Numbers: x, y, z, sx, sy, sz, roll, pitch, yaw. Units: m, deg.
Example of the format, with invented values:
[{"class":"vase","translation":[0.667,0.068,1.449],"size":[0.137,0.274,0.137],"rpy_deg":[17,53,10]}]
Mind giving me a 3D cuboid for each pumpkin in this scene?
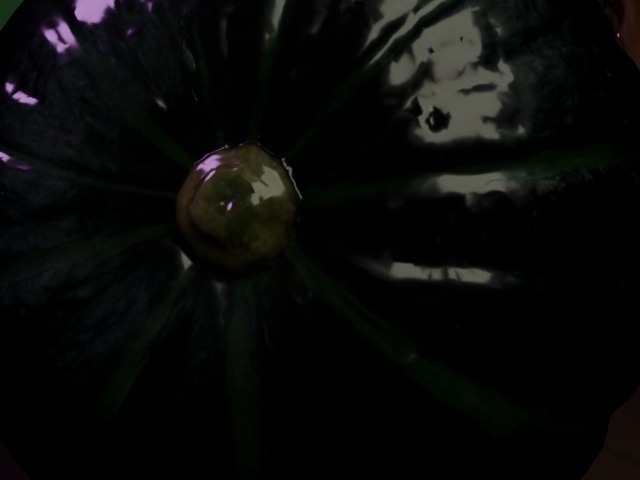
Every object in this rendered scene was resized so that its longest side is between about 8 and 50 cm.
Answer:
[{"class":"pumpkin","translation":[0.000,0.000,0.654],"size":[0.248,0.248,0.248],"rpy_deg":[9,46,-9]}]

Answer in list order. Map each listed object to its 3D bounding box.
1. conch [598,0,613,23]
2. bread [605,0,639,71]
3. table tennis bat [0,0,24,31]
[{"class":"conch","translation":[0.130,-0.139,0.918],"size":[0.076,0.057,0.085],"rpy_deg":[30,59,-26]},{"class":"bread","translation":[0.245,-0.074,0.814],"size":[0.277,0.167,0.324],"rpy_deg":[18,36,0]},{"class":"table tennis bat","translation":[-0.191,-0.082,0.779],"size":[0.160,0.039,0.257],"rpy_deg":[7,41,-12]}]
